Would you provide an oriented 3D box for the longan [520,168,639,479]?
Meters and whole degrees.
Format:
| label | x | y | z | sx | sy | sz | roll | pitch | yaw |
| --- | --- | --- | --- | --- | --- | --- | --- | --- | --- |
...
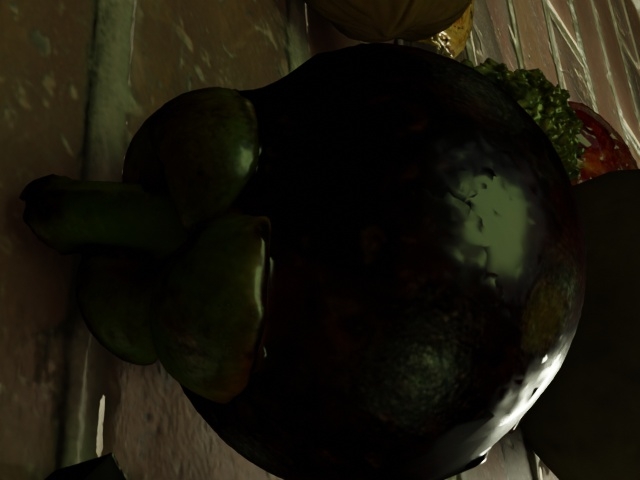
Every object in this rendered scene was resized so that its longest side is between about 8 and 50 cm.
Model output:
| label | x | y | z | sx | sy | sz | roll | pitch | yaw |
| --- | --- | --- | --- | --- | --- | --- | --- | --- | --- |
| longan | 0.371 | 0.116 | 1.225 | 0.404 | 0.336 | 0.404 | 169 | -90 | -77 |

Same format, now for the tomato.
| label | x | y | z | sx | sy | sz | roll | pitch | yaw |
| --- | --- | --- | --- | --- | --- | --- | --- | --- | --- |
| tomato | 0.392 | -0.085 | 1.616 | 0.200 | 0.140 | 0.233 | 10 | 57 | -39 |

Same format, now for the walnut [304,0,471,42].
| label | x | y | z | sx | sy | sz | roll | pitch | yaw |
| --- | --- | --- | --- | --- | --- | --- | --- | --- | --- |
| walnut | 0.066 | -0.307 | 1.091 | 0.228 | 0.228 | 0.228 | 43 | 36 | -43 |

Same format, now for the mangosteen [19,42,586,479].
| label | x | y | z | sx | sy | sz | roll | pitch | yaw |
| --- | --- | --- | --- | --- | --- | --- | --- | --- | --- |
| mangosteen | 0.012 | 0.013 | 0.671 | 0.311 | 0.311 | 0.311 | 43 | 36 | -43 |

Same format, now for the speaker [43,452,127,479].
| label | x | y | z | sx | sy | sz | roll | pitch | yaw |
| --- | --- | --- | --- | --- | --- | --- | --- | --- | --- |
| speaker | -0.148 | 0.187 | 0.485 | 0.082 | 0.044 | 0.218 | 66 | 26 | -8 |

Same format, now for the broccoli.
| label | x | y | z | sx | sy | sz | roll | pitch | yaw |
| --- | --- | --- | --- | --- | --- | --- | --- | --- | --- |
| broccoli | 0.177 | -0.123 | 1.128 | 0.273 | 0.180 | 0.242 | 47 | 8 | -17 |

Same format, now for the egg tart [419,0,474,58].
| label | x | y | z | sx | sy | sz | roll | pitch | yaw |
| --- | --- | --- | --- | --- | --- | --- | --- | --- | --- |
| egg tart | 0.127 | -0.366 | 1.350 | 0.297 | 0.132 | 0.297 | -5 | 90 | -70 |

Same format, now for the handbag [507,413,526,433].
| label | x | y | z | sx | sy | sz | roll | pitch | yaw |
| --- | --- | --- | --- | --- | --- | --- | --- | --- | --- |
| handbag | 0.136 | 0.086 | 1.027 | 0.235 | 0.127 | 0.212 | 34 | 42 | -68 |
